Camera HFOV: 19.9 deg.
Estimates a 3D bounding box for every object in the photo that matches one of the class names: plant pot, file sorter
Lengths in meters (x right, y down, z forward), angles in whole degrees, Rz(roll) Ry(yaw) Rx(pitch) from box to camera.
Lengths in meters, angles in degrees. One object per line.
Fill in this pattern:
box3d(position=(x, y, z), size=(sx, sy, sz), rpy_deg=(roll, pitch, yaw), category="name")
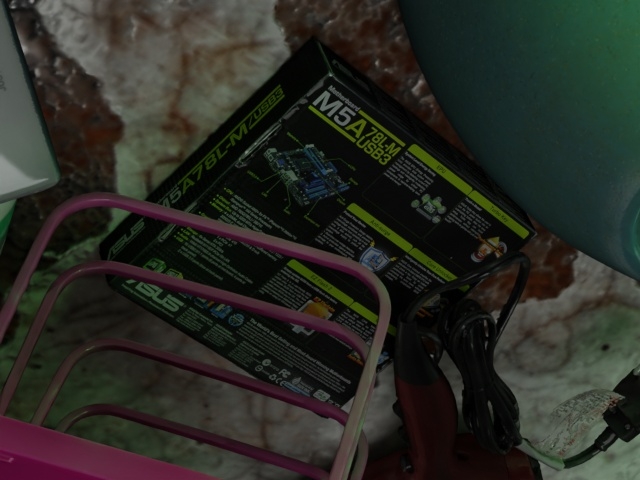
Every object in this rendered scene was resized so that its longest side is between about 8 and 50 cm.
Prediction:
box3d(position=(0.194, -0.087, 0.921), size=(0.290, 0.195, 0.290), rpy_deg=(-5, 142, -4), category="plant pot")
box3d(position=(-0.082, 0.140, 1.002), size=(0.202, 0.182, 0.291), rpy_deg=(16, 140, 5), category="file sorter")

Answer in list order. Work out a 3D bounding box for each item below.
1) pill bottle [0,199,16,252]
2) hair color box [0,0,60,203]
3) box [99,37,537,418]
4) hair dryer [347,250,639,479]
box3d(position=(-0.290, 0.071, 0.927), size=(0.204, 0.204, 0.361), rpy_deg=(8, 124, -23), category="pill bottle")
box3d(position=(-0.305, -0.056, 0.677), size=(0.374, 0.113, 0.185), rpy_deg=(-18, 102, -9), category="hair color box")
box3d(position=(0.000, 0.000, 1.070), size=(0.184, 0.045, 0.190), rpy_deg=(-45, 126, 16), category="box")
box3d(position=(0.070, 0.122, 1.166), size=(0.223, 0.080, 0.293), rpy_deg=(30, 116, -32), category="hair dryer")
